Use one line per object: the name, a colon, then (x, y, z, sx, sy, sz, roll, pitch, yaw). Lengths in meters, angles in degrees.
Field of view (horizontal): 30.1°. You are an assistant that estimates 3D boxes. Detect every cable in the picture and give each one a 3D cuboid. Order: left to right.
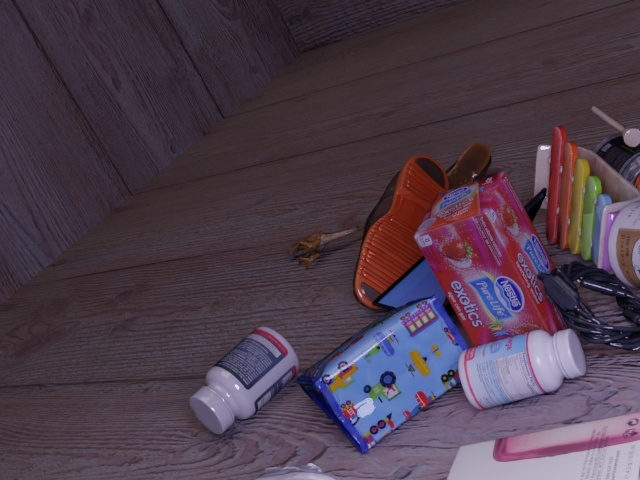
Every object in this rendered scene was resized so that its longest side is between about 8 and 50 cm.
cable: (0.393, 0.095, 1.645, 0.150, 0.047, 0.184, 2, 31, -37)

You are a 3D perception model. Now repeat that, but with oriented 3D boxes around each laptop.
laptop: (0.231, 0.015, 2.010, 0.234, 0.136, 0.264, -41, -20, -29)

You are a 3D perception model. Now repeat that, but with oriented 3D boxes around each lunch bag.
lunch bag: (0.082, 0.183, 1.855, 0.221, 0.138, 0.293, -35, 11, -8)

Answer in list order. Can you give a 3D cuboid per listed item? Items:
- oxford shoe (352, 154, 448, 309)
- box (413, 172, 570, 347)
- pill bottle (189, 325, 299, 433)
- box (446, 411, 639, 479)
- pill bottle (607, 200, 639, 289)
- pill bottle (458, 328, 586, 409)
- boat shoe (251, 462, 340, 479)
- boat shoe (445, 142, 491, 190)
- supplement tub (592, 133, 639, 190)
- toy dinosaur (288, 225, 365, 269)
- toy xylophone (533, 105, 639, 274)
oxford shoe: (0.136, 0.003, 2.232, 0.133, 0.130, 0.364, -42, 14, 49)
box: (0.256, 0.049, 1.720, 0.122, 0.257, 0.128, -19, 21, 31)
pill bottle: (-0.131, 0.238, 2.010, 0.180, 0.108, 0.108, -40, 22, -31)
box: (0.263, 0.292, 1.269, 0.232, 0.149, 0.127, -16, 23, 31)
pill bottle: (0.520, 0.012, 1.638, 0.131, 0.131, 0.229, -38, 21, -24)
pill bottle: (0.277, 0.173, 1.637, 0.160, 0.087, 0.087, -19, 22, 25)
boat shoe: (-0.029, 0.344, 1.685, 0.184, 0.066, 0.063, -23, 19, 47)
boat shoe: (0.267, -0.106, 2.389, 0.207, 0.073, 0.073, -42, -15, -11)
supplement tub: (0.520, -0.101, 1.943, 0.117, 0.117, 0.190, -29, 19, 0)
toy dinosaur: (0.000, 0.000, 2.493, 0.211, 0.064, 0.112, -15, 22, 34)
toy xylophone: (0.428, -0.084, 1.893, 0.081, 0.236, 0.323, -4, 15, -9)
